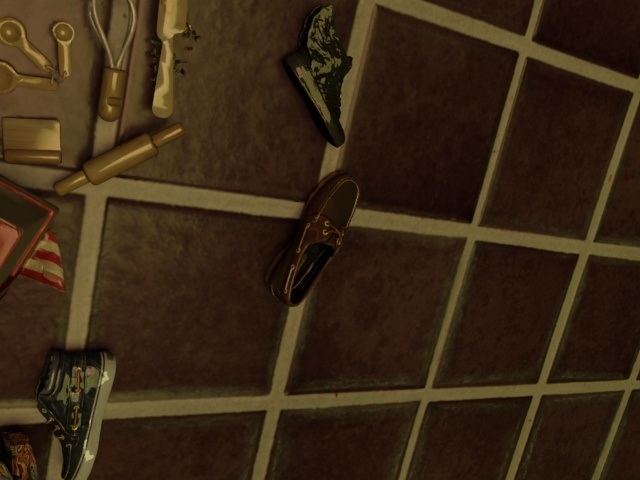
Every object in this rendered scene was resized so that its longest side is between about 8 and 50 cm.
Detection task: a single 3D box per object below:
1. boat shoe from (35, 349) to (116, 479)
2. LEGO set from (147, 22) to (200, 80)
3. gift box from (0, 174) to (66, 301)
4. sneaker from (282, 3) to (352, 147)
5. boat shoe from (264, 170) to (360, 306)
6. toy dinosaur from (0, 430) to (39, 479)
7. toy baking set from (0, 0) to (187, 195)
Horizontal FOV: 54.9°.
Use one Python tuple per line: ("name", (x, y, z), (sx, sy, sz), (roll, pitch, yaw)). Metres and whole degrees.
("boat shoe", (-0.324, 0.225, 0.783), (0.083, 0.065, 0.184), (12, 95, -30))
("LEGO set", (-0.178, -0.221, 0.729), (0.083, 0.023, 0.054), (-43, 125, -24))
("gift box", (-0.393, 0.031, 0.553), (0.276, 0.258, 0.255), (38, 86, -19))
("sneaker", (0.014, -0.214, 0.815), (0.089, 0.051, 0.170), (-37, 118, -7))
("boat shoe", (0.000, 0.000, 0.872), (0.073, 0.073, 0.207), (29, 91, -32))
("toy dinosaur", (-0.447, 0.386, 0.728), (0.218, 0.164, 0.322), (16, 78, -48))
("toy baking set", (-0.244, -0.169, 0.680), (0.256, 0.030, 0.197), (-24, 116, -9))
